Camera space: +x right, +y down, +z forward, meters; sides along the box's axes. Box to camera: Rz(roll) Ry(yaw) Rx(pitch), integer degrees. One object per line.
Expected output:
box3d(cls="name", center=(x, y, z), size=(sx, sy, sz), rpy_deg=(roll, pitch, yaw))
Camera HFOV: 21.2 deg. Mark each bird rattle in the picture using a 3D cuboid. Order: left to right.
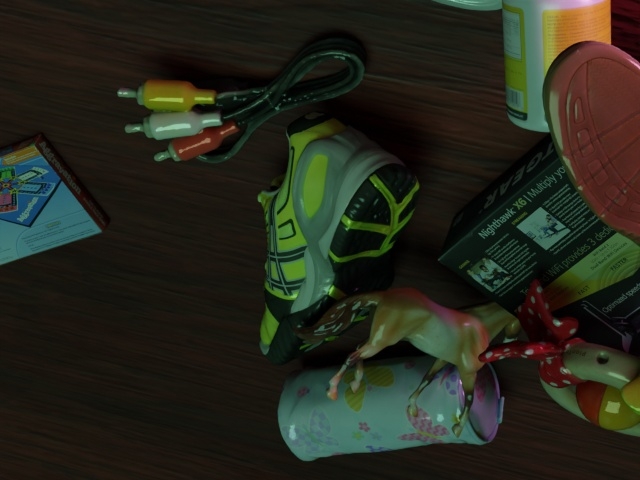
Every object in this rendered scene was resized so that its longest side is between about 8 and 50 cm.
box3d(cls="bird rattle", center=(0.301, 0.156, 1.832), size=(0.253, 0.143, 0.207), rpy_deg=(6, 150, 21))

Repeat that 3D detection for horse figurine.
box3d(cls="horse figurine", center=(0.107, 0.116, 1.918), size=(0.263, 0.066, 0.174), rpy_deg=(20, 107, -23))

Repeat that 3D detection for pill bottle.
box3d(cls="pill bottle", center=(0.227, -0.203, 1.639), size=(0.103, 0.103, 0.184), rpy_deg=(4, 113, 20))

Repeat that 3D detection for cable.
box3d(cls="cable", center=(-0.074, -0.139, 1.865), size=(0.287, 0.072, 0.139), rpy_deg=(-6, 133, 27))

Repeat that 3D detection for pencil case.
box3d(cls="pencil case", center=(0.083, 0.205, 2.086), size=(0.273, 0.113, 0.124), rpy_deg=(-10, 136, 30))

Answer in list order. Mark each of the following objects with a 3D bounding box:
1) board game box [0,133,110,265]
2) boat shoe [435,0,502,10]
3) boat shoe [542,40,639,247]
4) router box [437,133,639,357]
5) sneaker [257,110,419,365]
box3d(cls="board game box", center=(-0.410, -0.036, 2.132), size=(0.281, 0.027, 0.145), rpy_deg=(-16, 124, 33))
box3d(cls="boat shoe", center=(0.085, -0.268, 1.677), size=(0.226, 0.076, 0.083), rpy_deg=(20, 135, 5))
box3d(cls="boat shoe", center=(0.309, -0.066, 1.621), size=(0.123, 0.123, 0.342), rpy_deg=(-41, 118, 9))
box3d(cls="router box", center=(0.313, -0.009, 1.815), size=(0.243, 0.081, 0.309), rpy_deg=(36, 134, -12))
box3d(cls="sneaker", center=(0.000, 0.000, 1.945), size=(0.147, 0.145, 0.384), rpy_deg=(50, 144, 21))
